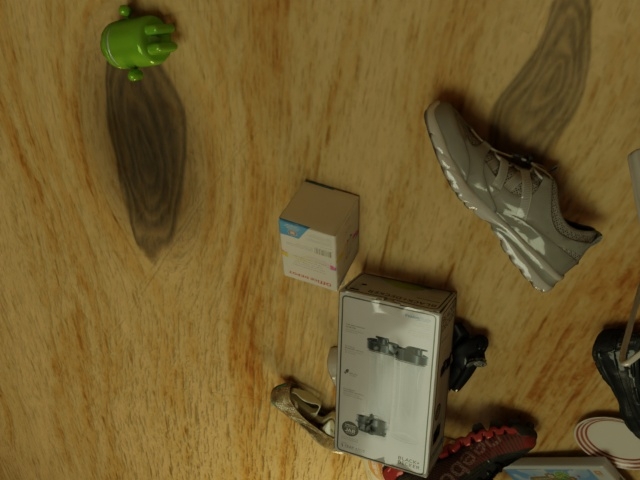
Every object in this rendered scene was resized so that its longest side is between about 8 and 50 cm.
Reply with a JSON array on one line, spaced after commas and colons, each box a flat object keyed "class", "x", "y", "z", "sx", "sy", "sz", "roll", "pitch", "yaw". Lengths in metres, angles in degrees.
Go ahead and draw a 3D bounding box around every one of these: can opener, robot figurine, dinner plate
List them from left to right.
[{"class": "robot figurine", "x": -0.251, "y": -0.270, "z": 1.138, "sx": 0.115, "sy": 0.067, "sz": 0.101, "roll": 2, "pitch": 106, "yaw": 33}, {"class": "can opener", "x": 0.232, "y": 0.202, "z": 1.360, "sx": 0.059, "sy": 0.073, "sz": 0.186, "roll": -10, "pitch": 143, "yaw": -10}, {"class": "dinner plate", "x": 0.483, "y": 0.324, "z": 1.346, "sx": 0.141, "sy": 0.017, "sz": 0.141, "roll": 19, "pitch": 140, "yaw": 17}]

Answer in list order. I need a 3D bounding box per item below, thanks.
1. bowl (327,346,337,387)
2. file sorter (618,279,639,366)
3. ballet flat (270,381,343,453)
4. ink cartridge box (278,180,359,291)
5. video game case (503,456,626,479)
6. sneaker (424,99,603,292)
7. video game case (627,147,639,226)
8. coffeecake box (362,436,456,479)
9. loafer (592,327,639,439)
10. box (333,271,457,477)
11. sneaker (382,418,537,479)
[{"class": "bowl", "x": 0.081, "y": 0.260, "z": 1.516, "sx": 0.142, "sy": 0.053, "sz": 0.142, "roll": 2, "pitch": 132, "yaw": 31}, {"class": "file sorter", "x": 0.516, "y": 0.107, "z": 0.945, "sx": 0.277, "sy": 0.193, "sz": 0.173, "roll": 28, "pitch": 145, "yaw": 5}, {"class": "ballet flat", "x": -0.007, "y": 0.354, "z": 1.669, "sx": 0.206, "sy": 0.073, "sz": 0.067, "roll": 37, "pitch": 128, "yaw": -13}, {"class": "ink cartridge box", "x": 0.000, "y": 0.000, "z": 1.250, "sx": 0.092, "sy": 0.090, "sz": 0.143, "roll": 18, "pitch": 141, "yaw": 17}, {"class": "video game case", "x": 0.459, "y": 0.448, "z": 1.480, "sx": 0.193, "sy": 0.023, "sz": 0.212, "roll": 46, "pitch": 143, "yaw": -22}, {"class": "sneaker", "x": 0.235, "y": -0.073, "z": 1.036, "sx": 0.115, "sy": 0.105, "sz": 0.281, "roll": -38, "pitch": 105, "yaw": 15}, {"class": "video game case", "x": 0.430, "y": 0.037, "z": 0.824, "sx": 0.204, "sy": 0.285, "sz": 0.025, "roll": -7, "pitch": 171, "yaw": -1}, {"class": "coffeecake box", "x": 0.180, "y": 0.432, "z": 1.626, "sx": 0.185, "sy": 0.068, "sz": 0.142, "roll": 10, "pitch": 137, "yaw": 24}, {"class": "loafer", "x": 0.464, "y": 0.216, "z": 1.190, "sx": 0.078, "sy": 0.076, "sz": 0.223, "roll": -6, "pitch": 126, "yaw": 48}, {"class": "box", "x": 0.116, "y": 0.210, "z": 1.316, "sx": 0.169, "sy": 0.087, "sz": 0.290, "roll": 10, "pitch": 112, "yaw": 25}, {"class": "sneaker", "x": 0.248, "y": 0.398, "z": 1.418, "sx": 0.276, "sy": 0.135, "sz": 0.098, "roll": -23, "pitch": 146, "yaw": 9}]
